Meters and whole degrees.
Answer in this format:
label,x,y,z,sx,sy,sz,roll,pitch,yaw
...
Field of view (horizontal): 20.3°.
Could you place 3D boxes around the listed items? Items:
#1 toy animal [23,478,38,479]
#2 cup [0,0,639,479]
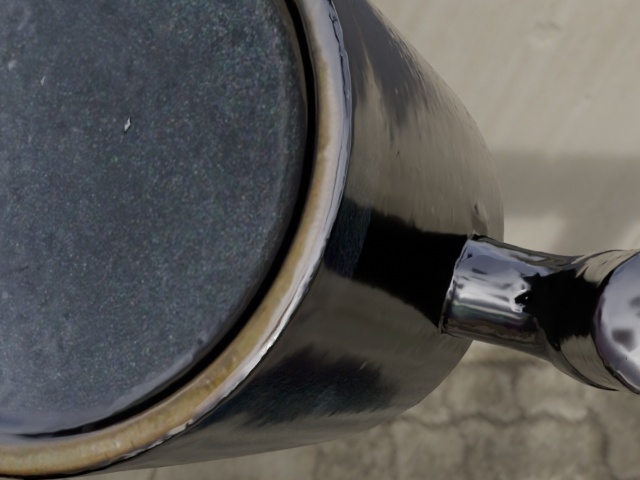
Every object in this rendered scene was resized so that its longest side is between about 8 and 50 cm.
label,x,y,z,sx,sy,sz,roll,pitch,yaw
toy animal,-0.081,0.179,0.448,0.148,0.084,0.232,23,84,-38
cup,-0.013,0.011,0.505,0.239,0.166,0.177,42,8,22
